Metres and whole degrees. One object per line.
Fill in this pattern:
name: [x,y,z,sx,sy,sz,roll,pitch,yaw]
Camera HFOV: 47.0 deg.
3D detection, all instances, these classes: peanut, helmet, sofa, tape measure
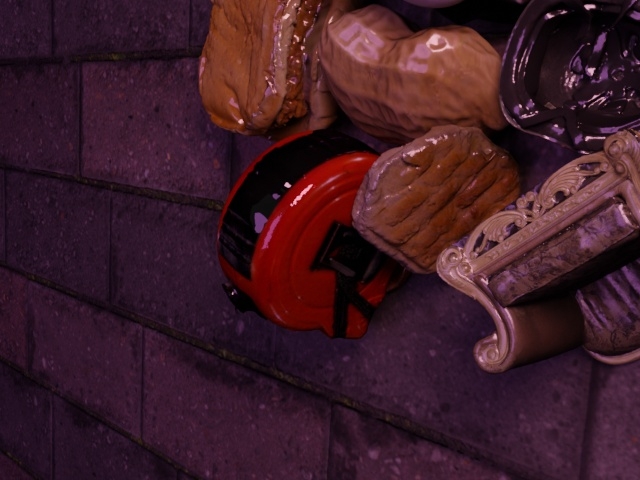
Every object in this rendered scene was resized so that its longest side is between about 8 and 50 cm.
peanut: [0.108,-0.175,0.835,0.233,0.196,0.110,26,71,37]
helmet: [0.270,-0.163,0.716,0.177,0.107,0.153,23,108,21]
sofa: [0.269,0.034,0.668,0.258,0.200,0.182,-39,65,38]
tape measure: [0.000,0.000,0.871,0.114,0.260,0.253,36,107,39]

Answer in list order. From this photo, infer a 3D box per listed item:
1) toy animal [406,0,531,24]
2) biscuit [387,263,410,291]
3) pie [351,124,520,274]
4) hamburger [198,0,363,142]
toy animal: [0.149,-0.321,0.707,0.213,0.267,0.212,1,92,38]
biscuit: [0.068,0.019,0.984,0.131,0.019,0.102,10,97,41]
pie: [0.133,-0.044,0.809,0.195,0.195,0.046,-63,33,28]
hamburger: [-0.056,-0.276,0.991,0.259,0.145,0.283,37,124,49]
